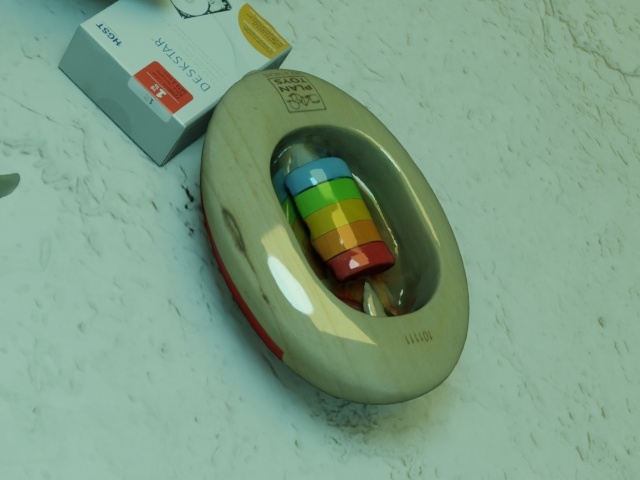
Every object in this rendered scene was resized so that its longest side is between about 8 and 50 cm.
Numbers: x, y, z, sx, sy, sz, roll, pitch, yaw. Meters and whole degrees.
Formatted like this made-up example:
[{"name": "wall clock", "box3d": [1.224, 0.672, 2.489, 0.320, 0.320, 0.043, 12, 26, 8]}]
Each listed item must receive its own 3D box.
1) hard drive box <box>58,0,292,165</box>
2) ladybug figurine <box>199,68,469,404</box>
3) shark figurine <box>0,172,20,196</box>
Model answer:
[{"name": "hard drive box", "box3d": [-0.178, -0.229, 1.760, 0.181, 0.089, 0.232, 44, 48, 2]}, {"name": "ladybug figurine", "box3d": [0.000, 0.000, 1.665, 0.305, 0.162, 0.449, -8, 66, -34]}, {"name": "shark figurine", "box3d": [-0.417, -0.133, 1.537, 0.166, 0.116, 0.278, -23, 75, -41]}]
